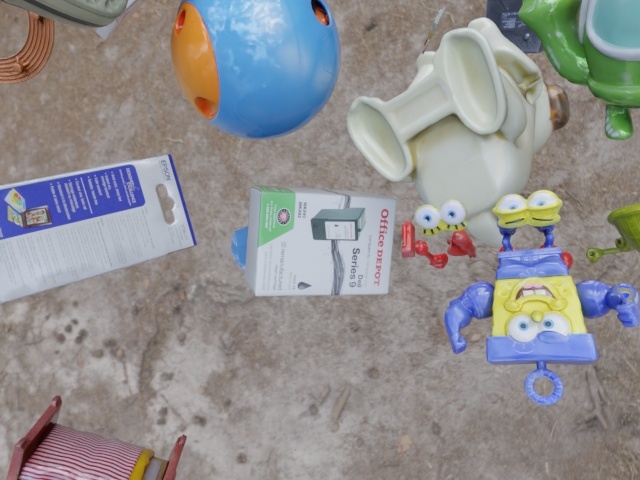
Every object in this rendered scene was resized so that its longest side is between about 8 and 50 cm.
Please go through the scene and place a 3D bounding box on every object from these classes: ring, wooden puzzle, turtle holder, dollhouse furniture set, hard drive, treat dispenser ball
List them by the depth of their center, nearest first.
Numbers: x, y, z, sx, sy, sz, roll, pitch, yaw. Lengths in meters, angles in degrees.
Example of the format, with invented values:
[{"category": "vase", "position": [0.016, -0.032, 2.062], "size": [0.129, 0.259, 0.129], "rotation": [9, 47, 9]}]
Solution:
[{"category": "turtle holder", "position": [0.390, -0.259, 0.542], "size": [0.243, 0.320, 0.227], "rotation": [-23, 113, 5]}, {"category": "dollhouse furniture set", "position": [-0.298, 0.367, 0.586], "size": [0.201, 0.374, 0.152], "rotation": [20, 103, -10]}, {"category": "wooden puzzle", "position": [0.178, -0.334, 0.815], "size": [0.006, 0.049, 0.083], "rotation": [25, 57, 3]}, {"category": "treat dispenser ball", "position": [-0.108, -0.318, 0.885], "size": [0.288, 0.288, 0.288], "rotation": [-3, 83, 31]}, {"category": "hard drive", "position": [0.433, -0.531, 1.098], "size": [0.172, 0.054, 0.254], "rotation": [31, 124, 56]}, {"category": "ring", "position": [-0.750, -0.511, 1.136], "size": [0.337, 0.032, 0.336], "rotation": [5, 121, 8]}]

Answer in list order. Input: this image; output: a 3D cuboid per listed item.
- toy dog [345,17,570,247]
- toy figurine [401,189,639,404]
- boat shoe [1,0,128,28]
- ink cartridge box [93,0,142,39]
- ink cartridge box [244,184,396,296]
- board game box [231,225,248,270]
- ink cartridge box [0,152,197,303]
[{"category": "toy dog", "position": [0.323, -0.221, 0.978], "size": [0.395, 0.408, 0.284], "rotation": [54, 133, 3]}, {"category": "toy figurine", "position": [0.276, 0.080, 0.592], "size": [0.363, 0.191, 0.217], "rotation": [-4, 64, 20]}, {"category": "boat shoe", "position": [-0.349, -0.280, 0.331], "size": [0.156, 0.500, 0.186], "rotation": [-9, 84, 30]}, {"category": "ink cartridge box", "position": [-0.276, -0.404, 0.768], "size": [0.190, 0.082, 0.140], "rotation": [-51, 28, -15]}, {"category": "ink cartridge box", "position": [0.000, 0.000, 1.075], "size": [0.121, 0.289, 0.211], "rotation": [-151, 64, -68]}, {"category": "board game box", "position": [-0.141, 0.020, 1.290], "size": [0.133, 0.169, 0.033], "rotation": [58, 153, 13]}, {"category": "ink cartridge box", "position": [-0.409, -0.022, 0.859], "size": [0.069, 0.371, 0.175], "rotation": [-4, 103, 62]}]
